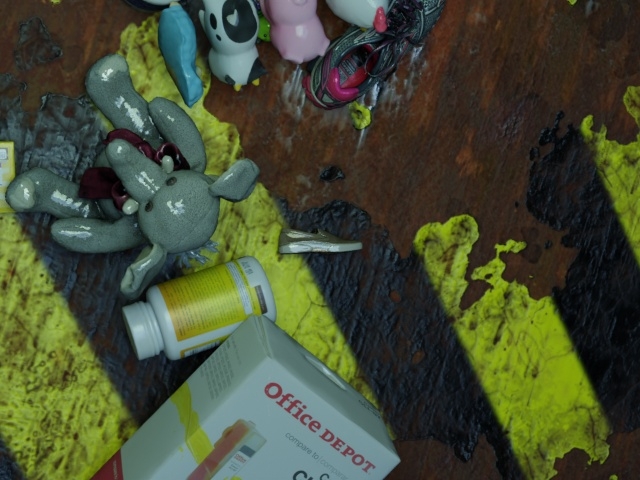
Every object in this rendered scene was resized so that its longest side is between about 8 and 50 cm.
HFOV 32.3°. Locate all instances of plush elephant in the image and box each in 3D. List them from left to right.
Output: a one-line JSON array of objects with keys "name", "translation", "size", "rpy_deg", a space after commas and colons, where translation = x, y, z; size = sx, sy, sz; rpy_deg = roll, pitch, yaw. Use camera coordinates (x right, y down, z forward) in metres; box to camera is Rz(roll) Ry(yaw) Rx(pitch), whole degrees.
[{"name": "plush elephant", "translation": [-0.240, -0.069, 1.540], "size": [0.330, 0.255, 0.272], "rpy_deg": [43, 77, -19]}]

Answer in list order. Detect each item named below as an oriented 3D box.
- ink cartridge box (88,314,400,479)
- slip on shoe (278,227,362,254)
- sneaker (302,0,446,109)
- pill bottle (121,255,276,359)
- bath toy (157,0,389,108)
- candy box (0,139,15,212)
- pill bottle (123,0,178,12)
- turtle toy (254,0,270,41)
[{"name": "ink cartridge box", "translation": [-0.118, 0.343, 1.623], "size": [0.279, 0.160, 0.384], "rpy_deg": [41, 97, -22]}, {"name": "slip on shoe", "translation": [0.000, 0.000, 1.739], "size": [0.135, 0.051, 0.041], "rpy_deg": [-1, 85, -11]}, {"name": "sneaker", "translation": [0.104, -0.316, 1.701], "size": [0.121, 0.112, 0.299], "rpy_deg": [41, 83, -17]}, {"name": "pill bottle", "translation": [-0.182, 0.106, 1.656], "size": [0.215, 0.117, 0.117], "rpy_deg": [-18, 101, -15]}, {"name": "bath toy", "translation": [-0.051, -0.304, 1.582], "size": [0.348, 0.151, 0.129], "rpy_deg": [-22, 70, -14]}, {"name": "candy box", "translation": [-0.540, -0.088, 1.575], "size": [0.206, 0.027, 0.105], "rpy_deg": [-3, 101, -16]}, {"name": "pill bottle", "translation": [-0.229, -0.384, 1.552], "size": [0.112, 0.187, 0.112], "rpy_deg": [-2, 97, -17]}, {"name": "turtle toy", "translation": [-0.086, -0.364, 1.659], "size": [0.095, 0.066, 0.130], "rpy_deg": [-15, 111, -15]}]
